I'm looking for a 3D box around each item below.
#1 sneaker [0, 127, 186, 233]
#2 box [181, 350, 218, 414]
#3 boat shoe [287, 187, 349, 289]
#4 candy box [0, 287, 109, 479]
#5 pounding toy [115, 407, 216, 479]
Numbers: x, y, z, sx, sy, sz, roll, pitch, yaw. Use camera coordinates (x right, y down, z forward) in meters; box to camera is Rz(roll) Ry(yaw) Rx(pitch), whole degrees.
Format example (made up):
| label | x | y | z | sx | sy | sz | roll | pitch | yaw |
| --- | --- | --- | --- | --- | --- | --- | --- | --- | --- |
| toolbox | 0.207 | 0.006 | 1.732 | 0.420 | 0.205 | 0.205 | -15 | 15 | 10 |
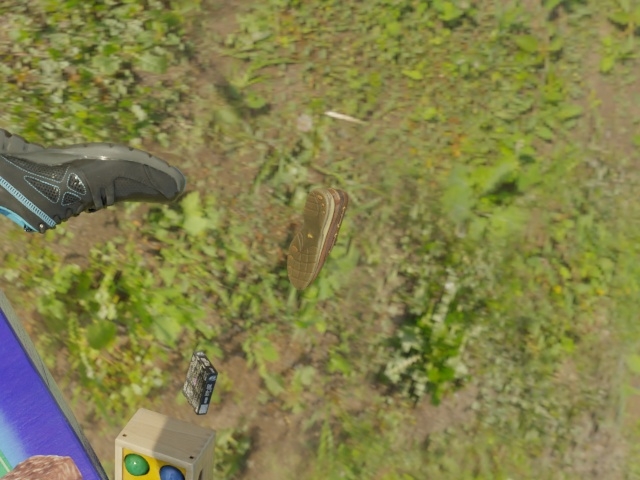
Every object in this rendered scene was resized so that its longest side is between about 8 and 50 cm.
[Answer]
| label | x | y | z | sx | sy | sz | roll | pitch | yaw |
| --- | --- | --- | --- | --- | --- | --- | --- | --- | --- |
| sneaker | -0.363 | -0.070 | 1.561 | 0.341 | 0.125 | 0.139 | 5 | 79 | -14 |
| box | -0.198 | 0.234 | 1.808 | 0.018 | 0.067 | 0.083 | 2 | 116 | -33 |
| boat shoe | 0.000 | -0.001 | 1.671 | 0.060 | 0.064 | 0.178 | -9 | 129 | -40 |
| candy box | -0.318 | 0.158 | 0.792 | 0.268 | 0.122 | 0.317 | -30 | 130 | -14 |
| pounding toy | -0.201 | 0.375 | 1.659 | 0.094 | 0.206 | 0.181 | -54 | 156 | -55 |
